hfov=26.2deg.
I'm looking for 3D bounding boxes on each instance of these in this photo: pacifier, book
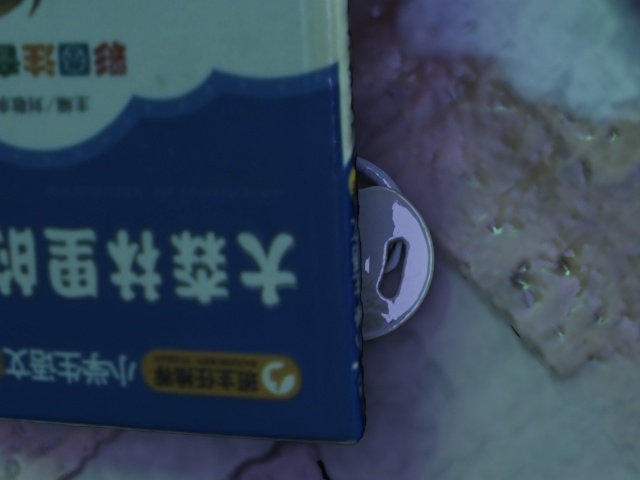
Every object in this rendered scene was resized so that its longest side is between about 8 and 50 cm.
[{"bbox_3d":[0.000,0.000,0.499,0.083,0.064,0.068,13,91,10],"label":"pacifier"},{"bbox_3d":[-0.098,-0.089,0.467,0.228,0.018,0.322,1,103,20],"label":"book"}]
